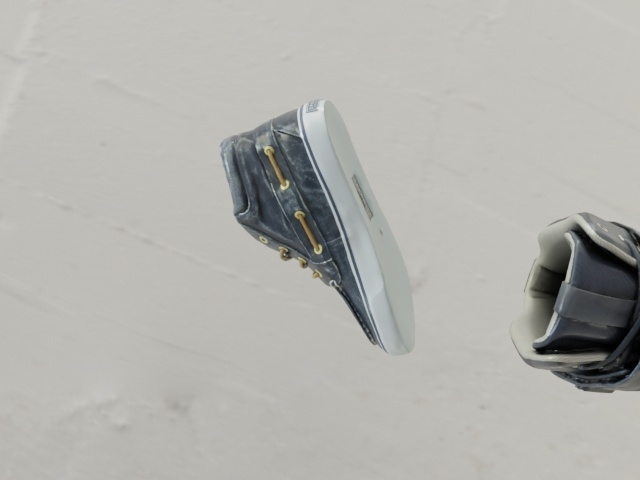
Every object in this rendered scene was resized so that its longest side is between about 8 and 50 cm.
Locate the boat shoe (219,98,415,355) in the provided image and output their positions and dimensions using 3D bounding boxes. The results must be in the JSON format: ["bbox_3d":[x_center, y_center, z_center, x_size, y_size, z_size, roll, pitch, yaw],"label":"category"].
[{"bbox_3d":[0.000,0.000,1.117,0.083,0.065,0.183,-18,-79,19],"label":"boat shoe"}]

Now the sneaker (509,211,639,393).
[{"bbox_3d":[0.196,0.053,0.802,0.163,0.226,0.086,16,-87,-40],"label":"sneaker"}]
